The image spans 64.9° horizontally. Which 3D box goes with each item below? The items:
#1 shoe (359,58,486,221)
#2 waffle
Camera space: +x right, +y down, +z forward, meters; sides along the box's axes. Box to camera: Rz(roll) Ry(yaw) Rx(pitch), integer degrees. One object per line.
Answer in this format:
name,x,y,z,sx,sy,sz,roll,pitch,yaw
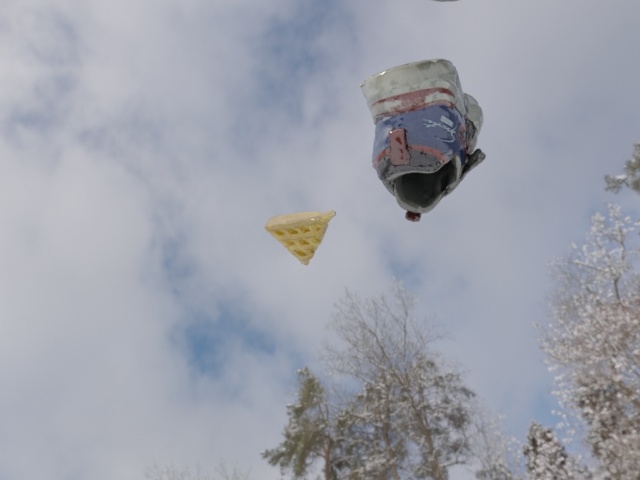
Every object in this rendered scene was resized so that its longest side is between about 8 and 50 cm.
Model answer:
shoe,0.111,-0.081,0.495,0.100,0.125,0.228,-12,-12,24
waffle,0.000,0.000,0.807,0.191,0.032,0.125,-1,-41,51
